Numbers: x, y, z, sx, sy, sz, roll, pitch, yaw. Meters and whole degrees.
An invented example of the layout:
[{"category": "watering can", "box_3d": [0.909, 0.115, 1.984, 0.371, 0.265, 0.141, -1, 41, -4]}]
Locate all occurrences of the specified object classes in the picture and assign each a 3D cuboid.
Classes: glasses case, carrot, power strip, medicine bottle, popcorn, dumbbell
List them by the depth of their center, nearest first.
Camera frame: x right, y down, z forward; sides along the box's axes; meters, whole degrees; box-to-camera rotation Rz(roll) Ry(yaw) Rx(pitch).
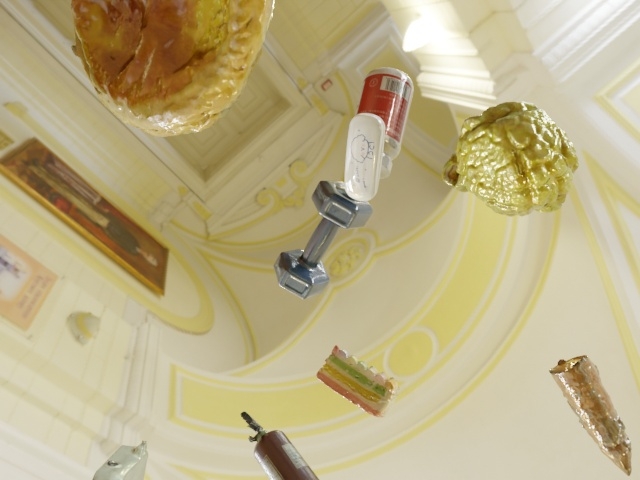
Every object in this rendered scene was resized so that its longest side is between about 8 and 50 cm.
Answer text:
[{"category": "power strip", "box_3d": [-0.297, 0.422, 0.650, 0.118, 0.046, 0.271, 108, -8, -85]}, {"category": "popcorn", "box_3d": [0.397, -0.182, 1.007, 0.173, 0.225, 0.286, -23, -143, -27]}, {"category": "glasses case", "box_3d": [0.094, -0.177, 1.020, 0.076, 0.197, 0.049, 17, -146, 19]}, {"category": "carrot", "box_3d": [0.619, 0.391, 1.052, 0.102, 0.102, 0.263, -31, -108, 23]}, {"category": "medicine bottle", "box_3d": [0.145, -0.287, 1.161, 0.131, 0.131, 0.250, -2, -111, 53]}, {"category": "dumbbell", "box_3d": [0.000, 0.001, 1.242, 0.316, 0.143, 0.156, -60, -148, 26]}]

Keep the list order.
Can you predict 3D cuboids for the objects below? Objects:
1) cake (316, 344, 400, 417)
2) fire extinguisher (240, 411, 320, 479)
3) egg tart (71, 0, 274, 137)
[{"category": "cake", "box_3d": [0.105, 0.390, 1.291, 0.109, 0.225, 0.090, -62, 173, 1]}, {"category": "fire extinguisher", "box_3d": [-0.071, 0.404, 0.855, 0.071, 0.099, 0.231, -41, -127, -13]}, {"category": "egg tart", "box_3d": [-0.209, -0.374, 0.708, 0.443, 0.443, 0.178, -21, 175, 37]}]
